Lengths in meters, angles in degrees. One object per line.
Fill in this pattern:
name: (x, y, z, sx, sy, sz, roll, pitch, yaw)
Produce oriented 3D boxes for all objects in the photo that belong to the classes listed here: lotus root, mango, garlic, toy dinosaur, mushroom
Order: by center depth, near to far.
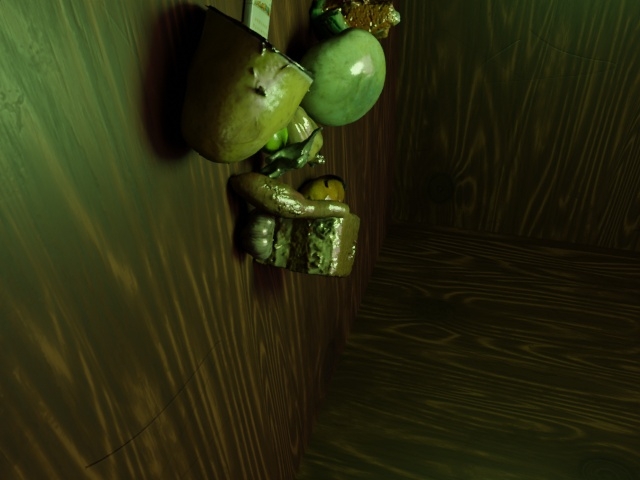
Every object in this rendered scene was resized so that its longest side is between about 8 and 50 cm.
mango: (-0.153, -0.340, 1.581, 0.117, 0.089, 0.163, -41, 125, -54)
garlic: (-0.190, -0.023, 1.582, 0.147, 0.102, 0.159, -83, -177, -50)
toy dinosaur: (-0.104, -0.239, 1.582, 0.162, 0.294, 0.077, -40, 105, -44)
lotus root: (-0.073, -0.351, 1.745, 0.154, 0.140, 0.257, -58, 145, -24)
mushroom: (0.060, -0.559, 1.802, 0.352, 0.260, 0.352, -29, 154, -16)
mango: (0.006, -0.157, 2.080, 0.287, 0.152, 0.201, -30, 118, -70)

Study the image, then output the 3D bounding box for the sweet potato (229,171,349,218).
sweet potato: (-0.086, -0.111, 1.539, 0.109, 0.385, 0.109, -37, -136, 48)

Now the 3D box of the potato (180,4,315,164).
potato: (-0.208, -0.342, 1.232, 0.296, 0.290, 0.397, -56, -153, 9)

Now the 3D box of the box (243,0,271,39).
box: (-0.169, -0.656, 1.441, 0.122, 0.032, 0.220, -14, 112, -72)

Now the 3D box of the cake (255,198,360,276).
cake: (-0.038, -0.012, 1.784, 0.282, 0.290, 0.256, 17, 81, -71)

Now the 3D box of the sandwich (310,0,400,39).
sandwich: (0.137, -0.762, 1.885, 0.250, 0.301, 0.162, 42, 48, -51)
